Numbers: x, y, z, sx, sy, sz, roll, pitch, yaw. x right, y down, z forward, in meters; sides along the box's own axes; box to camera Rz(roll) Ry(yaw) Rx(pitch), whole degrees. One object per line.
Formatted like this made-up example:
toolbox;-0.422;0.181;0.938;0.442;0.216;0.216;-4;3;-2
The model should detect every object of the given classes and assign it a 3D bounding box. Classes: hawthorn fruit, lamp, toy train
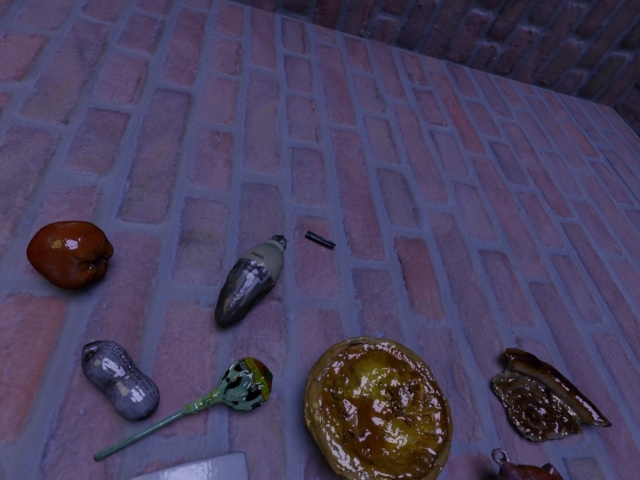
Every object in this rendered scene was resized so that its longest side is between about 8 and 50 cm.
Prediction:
hawthorn fruit;-0.479;0.020;0.780;0.137;0.133;0.133;15;48;4
lamp;-0.146;0.081;0.878;0.101;0.101;0.250;30;51;4
toy train;0.000;0.000;1.057;0.083;0.017;0.017;25;50;1

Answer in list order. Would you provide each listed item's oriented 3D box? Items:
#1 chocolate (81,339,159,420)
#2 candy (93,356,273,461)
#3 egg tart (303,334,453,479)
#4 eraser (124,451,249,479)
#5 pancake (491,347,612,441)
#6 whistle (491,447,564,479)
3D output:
chocolate;-0.342;0.235;0.693;0.167;0.072;0.072;39;49;12
candy;-0.223;0.299;0.701;0.305;0.083;0.091;-22;80;-25
egg tart;0.102;0.325;0.767;0.289;0.115;0.291;9;50;-11
eraser;-0.171;0.467;0.551;0.188;0.104;0.290;-5;54;-20
pancake;0.521;0.348;0.950;0.257;0.056;0.213;4;51;-19
whistle;0.408;0.535;0.711;0.142;0.134;0.347;-23;71;-18
